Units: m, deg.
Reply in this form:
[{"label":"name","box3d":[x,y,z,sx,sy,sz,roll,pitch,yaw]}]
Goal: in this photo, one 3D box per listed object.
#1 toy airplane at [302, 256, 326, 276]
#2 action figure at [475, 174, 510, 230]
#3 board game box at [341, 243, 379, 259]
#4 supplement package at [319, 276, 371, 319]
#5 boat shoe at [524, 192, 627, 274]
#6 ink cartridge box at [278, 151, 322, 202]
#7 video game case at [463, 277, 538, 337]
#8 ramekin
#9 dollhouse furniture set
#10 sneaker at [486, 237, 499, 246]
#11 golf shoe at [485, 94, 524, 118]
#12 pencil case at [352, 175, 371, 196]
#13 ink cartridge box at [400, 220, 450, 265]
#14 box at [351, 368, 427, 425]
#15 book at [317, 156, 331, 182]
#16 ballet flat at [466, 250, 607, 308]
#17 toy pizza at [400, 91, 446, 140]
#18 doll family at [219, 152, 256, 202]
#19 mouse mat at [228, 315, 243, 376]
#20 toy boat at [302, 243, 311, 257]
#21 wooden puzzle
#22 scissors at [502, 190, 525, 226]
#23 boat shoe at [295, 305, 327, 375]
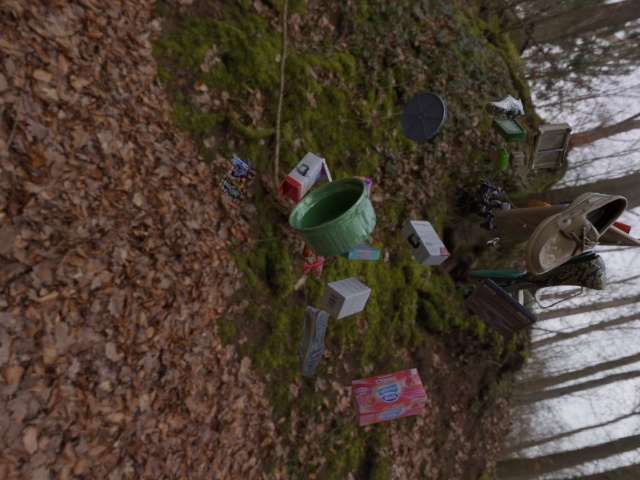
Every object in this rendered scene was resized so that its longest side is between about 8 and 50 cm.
[{"label":"toy airplane","box3d":[-0.026,0.103,1.736,0.028,0.151,0.151,32,-28,30]},{"label":"action figure","box3d":[0.790,-0.182,1.915,0.276,0.140,0.164,68,25,-45]},{"label":"board game box","box3d":[0.144,0.040,1.888,0.210,0.160,0.047,26,-69,61]},{"label":"supplement package","box3d":[0.099,0.226,1.650,0.105,0.179,0.105,33,-67,33]},{"label":"boat shoe","box3d":[0.634,-0.021,1.031,0.109,0.302,0.098,59,-15,-15]},{"label":"ink cartridge box","box3d":[-0.090,-0.262,1.832,0.231,0.078,0.134,-52,169,-22]},{"label":"video game case","box3d":[0.622,0.245,1.463,0.196,0.026,0.274,42,-14,19]},{"label":"ramekin","box3d":[0.052,-0.080,1.491,0.148,0.303,0.303,59,10,-29]},{"label":"dollhouse furniture set","box3d":[0.934,-0.439,1.873,0.151,0.301,0.198,-95,180,-51]},{"label":"sneaker","box3d":[1.019,0.015,2.447,0.031,0.083,0.035,62,3,-59]},{"label":"golf shoe","box3d":[0.747,-0.553,1.698,0.069,0.176,0.086,168,-75,-69]},{"label":"pencil case","box3d":[0.182,-0.178,1.907,0.104,0.104,0.236,-101,-173,-53]},{"label":"ink cartridge box","box3d":[0.422,0.010,1.686,0.072,0.127,0.175,-52,-130,39]},{"label":"box","box3d":[0.294,0.688,1.823,0.142,0.299,0.154,-106,-171,-47]},{"label":"book","box3d":[-0.002,-0.374,2.200,0.035,0.096,0.144,-50,138,-30]},{"label":"ballet flat","box3d":[0.784,0.168,1.543,0.164,0.482,0.182,-10,85,-47]},{"label":"toy pizza","box3d":[0.421,-0.503,1.698,0.032,0.201,0.201,6,68,-50]},{"label":"doll family","box3d":[-0.286,-0.217,1.471,0.076,0.111,0.193,-1,-116,54]},{"label":"mouse mat","box3d":[-0.280,0.352,1.375,0.152,0.007,0.190,126,-26,-67]},{"label":"toy boat","box3d":[0.000,0.000,2.403,0.318,0.267,0.148,-24,140,-61]},{"label":"wooden puzzle","box3d":[0.844,-0.065,1.407,0.322,0.347,0.081,-174,-77,-78]},{"label":"scissors","box3d":[1.011,-0.167,2.185,0.109,0.021,0.297,56,19,-20]},{"label":"boat shoe","box3d":[-0.052,0.473,1.953,0.118,0.103,0.321,0,101,-53]}]
